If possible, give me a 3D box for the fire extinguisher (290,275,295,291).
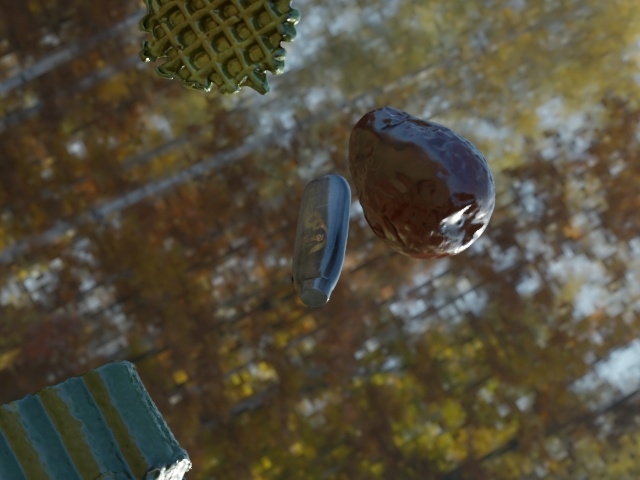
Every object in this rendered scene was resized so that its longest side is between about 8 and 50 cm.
[{"bbox_3d":[-0.016,0.039,2.510,0.046,0.100,0.032,14,-45,60],"label":"fire extinguisher"}]

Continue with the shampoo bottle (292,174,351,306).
[{"bbox_3d":[0.000,0.000,2.435,0.049,0.087,0.233,50,33,-37],"label":"shampoo bottle"}]

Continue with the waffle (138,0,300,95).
[{"bbox_3d":[-0.109,-0.241,1.716,0.184,0.169,0.036,19,7,19],"label":"waffle"}]

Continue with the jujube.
[{"bbox_3d":[0.136,-0.088,2.296,0.255,0.190,0.190,-123,-165,-47],"label":"jujube"}]

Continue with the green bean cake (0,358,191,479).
[{"bbox_3d":[-0.326,0.321,1.891,0.218,0.319,0.335,57,-24,17],"label":"green bean cake"}]
